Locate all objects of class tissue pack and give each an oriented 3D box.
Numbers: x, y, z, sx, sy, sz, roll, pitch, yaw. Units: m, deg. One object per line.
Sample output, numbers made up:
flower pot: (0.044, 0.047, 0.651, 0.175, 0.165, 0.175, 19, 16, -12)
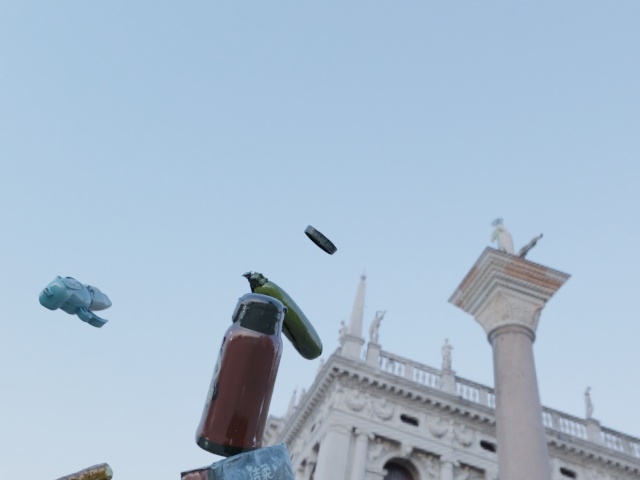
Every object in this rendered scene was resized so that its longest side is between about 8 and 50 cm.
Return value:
tissue pack: (-0.110, 0.525, 0.939, 0.103, 0.315, 0.228, -24, -19, 21)

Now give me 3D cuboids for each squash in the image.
squash: (-0.092, 0.199, 1.471, 0.087, 0.087, 0.331, -22, -65, 30)

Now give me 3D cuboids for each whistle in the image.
whistle: (-0.683, 0.159, 1.559, 0.186, 0.093, 0.274, 46, 1, 18)

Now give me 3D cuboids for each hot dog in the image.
hot dog: (-0.664, 0.626, 1.371, 0.083, 0.289, 0.068, -1, -76, 60)

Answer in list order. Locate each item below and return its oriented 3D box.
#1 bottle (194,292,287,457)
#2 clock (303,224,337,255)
bottle: (-0.159, 0.282, 1.195, 0.144, 0.336, 0.144, 14, -9, 2)
clock: (0.000, 0.000, 1.182, 0.085, 0.017, 0.085, 39, -9, 7)
